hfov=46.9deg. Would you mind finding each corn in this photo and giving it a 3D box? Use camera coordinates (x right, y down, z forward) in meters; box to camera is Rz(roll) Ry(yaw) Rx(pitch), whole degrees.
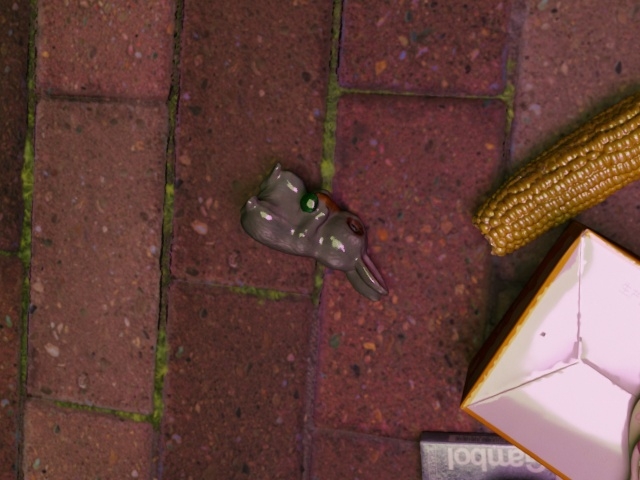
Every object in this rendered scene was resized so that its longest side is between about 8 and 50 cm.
[{"bbox_3d":[0.337,-0.092,0.951,0.310,0.101,0.101,-34,86,19],"label":"corn"}]

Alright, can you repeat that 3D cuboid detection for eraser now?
[{"bbox_3d":[0.246,0.318,1.030,0.212,0.046,0.092,-3,94,15],"label":"eraser"}]

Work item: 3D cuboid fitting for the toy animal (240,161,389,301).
[{"bbox_3d":[0.000,-0.010,1.053,0.236,0.138,0.108,31,61,-13],"label":"toy animal"}]

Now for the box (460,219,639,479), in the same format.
[{"bbox_3d":[0.362,0.156,0.903,0.283,0.214,0.260,34,105,10],"label":"box"}]

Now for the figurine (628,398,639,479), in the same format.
[{"bbox_3d":[0.363,0.204,0.766,0.083,0.083,0.187,21,94,12],"label":"figurine"}]
